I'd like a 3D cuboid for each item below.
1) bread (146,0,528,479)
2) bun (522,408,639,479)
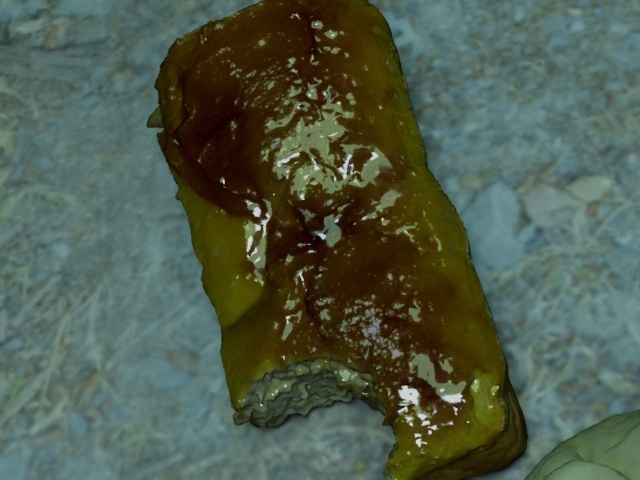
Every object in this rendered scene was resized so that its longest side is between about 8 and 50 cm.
[{"bbox_3d":[0.000,0.000,1.040,0.185,0.109,0.380,-20,59,3],"label":"bread"},{"bbox_3d":[0.194,0.193,0.842,0.259,0.160,0.259,-8,56,13],"label":"bun"}]
